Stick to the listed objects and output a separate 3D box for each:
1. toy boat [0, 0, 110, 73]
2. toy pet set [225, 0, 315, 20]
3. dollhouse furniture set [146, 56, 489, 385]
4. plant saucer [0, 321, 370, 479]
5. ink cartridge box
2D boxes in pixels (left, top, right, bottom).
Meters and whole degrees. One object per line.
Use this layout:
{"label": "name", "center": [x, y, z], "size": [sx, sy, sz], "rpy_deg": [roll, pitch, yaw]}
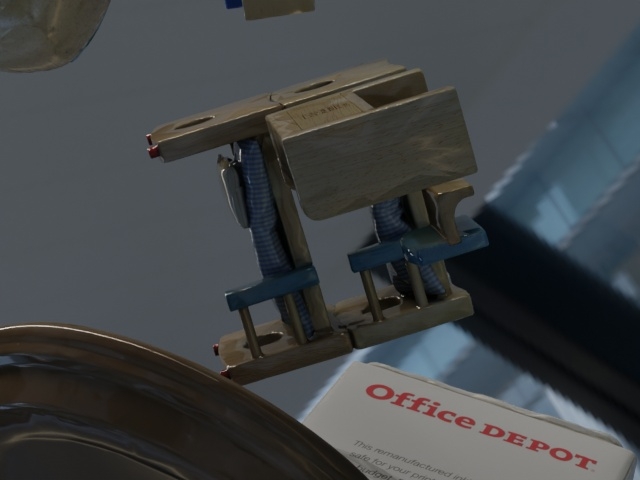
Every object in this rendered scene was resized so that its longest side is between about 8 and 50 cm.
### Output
{"label": "toy boat", "center": [-0.207, -0.280, 1.418], "size": [0.318, 0.267, 0.148], "rpy_deg": [-27, -25, 9]}
{"label": "toy pet set", "center": [-0.020, -0.180, 0.863], "size": [0.122, 0.065, 0.114], "rpy_deg": [-7, -60, 3]}
{"label": "dollhouse furniture set", "center": [0.000, 0.000, 0.749], "size": [0.129, 0.129, 0.183], "rpy_deg": [-17, 12, -3]}
{"label": "plant saucer", "center": [-0.077, 0.145, 0.842], "size": [0.041, 0.278, 0.278], "rpy_deg": [-62, -3, -32]}
{"label": "ink cartridge box", "center": [0.071, 0.298, 1.378], "size": [0.395, 0.285, 0.166], "rpy_deg": [-45, -33, -52]}
